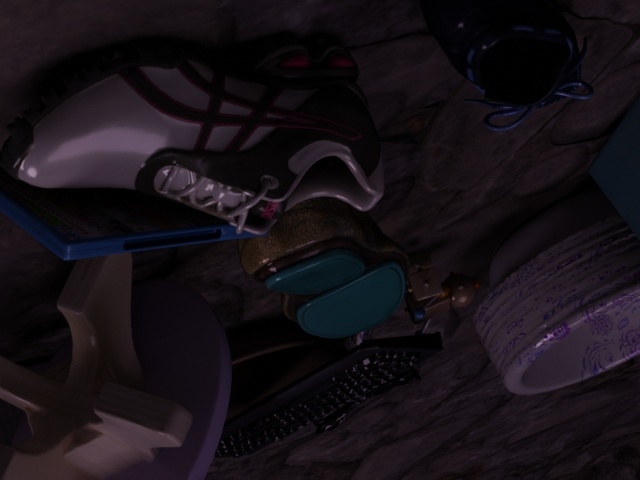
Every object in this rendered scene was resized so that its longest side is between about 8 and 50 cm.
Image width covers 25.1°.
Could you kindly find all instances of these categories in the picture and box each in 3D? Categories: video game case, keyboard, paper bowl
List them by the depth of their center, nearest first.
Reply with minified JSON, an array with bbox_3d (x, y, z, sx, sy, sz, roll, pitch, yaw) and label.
[{"bbox_3d":[-0.135,-0.023,1.001,0.166,0.119,0.015,-7,118,-40],"label":"video game case"},{"bbox_3d":[0.011,0.174,1.573,0.201,0.033,0.317,-2,156,-47],"label":"keyboard"},{"bbox_3d":[0.303,0.044,1.600,0.284,0.148,0.284,-22,159,-9],"label":"paper bowl"}]

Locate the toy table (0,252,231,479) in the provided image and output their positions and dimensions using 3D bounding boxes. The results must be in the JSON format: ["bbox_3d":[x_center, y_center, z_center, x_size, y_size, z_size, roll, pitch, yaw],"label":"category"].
[{"bbox_3d":[-0.192,0.132,1.155,0.252,0.274,0.161,3,155,20],"label":"toy table"}]

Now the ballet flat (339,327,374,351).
[{"bbox_3d":[0.030,0.136,1.652,0.041,0.041,0.114,-4,149,-45],"label":"ballet flat"}]

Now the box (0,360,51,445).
[{"bbox_3d":[-0.348,0.246,1.298,0.345,0.168,0.215,-9,154,-36],"label":"box"}]

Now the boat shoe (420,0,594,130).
[{"bbox_3d":[0.139,-0.132,1.081,0.109,0.089,0.258,-35,157,22],"label":"boat shoe"}]

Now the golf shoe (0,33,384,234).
[{"bbox_3d":[-0.076,-0.064,0.960,0.273,0.120,0.105,-12,156,-29],"label":"golf shoe"}]

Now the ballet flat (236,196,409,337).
[{"bbox_3d":[0.000,0.000,1.194,0.123,0.123,0.348,-28,165,5],"label":"ballet flat"}]

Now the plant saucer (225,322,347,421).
[{"bbox_3d":[-0.102,0.165,1.570,0.278,0.041,0.278,-22,159,-9],"label":"plant saucer"}]

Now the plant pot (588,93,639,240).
[{"bbox_3d":[0.403,-0.102,1.365,0.166,0.165,0.234,-15,148,-26],"label":"plant pot"}]

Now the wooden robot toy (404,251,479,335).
[{"bbox_3d":[0.124,0.045,1.485,0.079,0.076,0.173,-18,162,-2],"label":"wooden robot toy"}]
